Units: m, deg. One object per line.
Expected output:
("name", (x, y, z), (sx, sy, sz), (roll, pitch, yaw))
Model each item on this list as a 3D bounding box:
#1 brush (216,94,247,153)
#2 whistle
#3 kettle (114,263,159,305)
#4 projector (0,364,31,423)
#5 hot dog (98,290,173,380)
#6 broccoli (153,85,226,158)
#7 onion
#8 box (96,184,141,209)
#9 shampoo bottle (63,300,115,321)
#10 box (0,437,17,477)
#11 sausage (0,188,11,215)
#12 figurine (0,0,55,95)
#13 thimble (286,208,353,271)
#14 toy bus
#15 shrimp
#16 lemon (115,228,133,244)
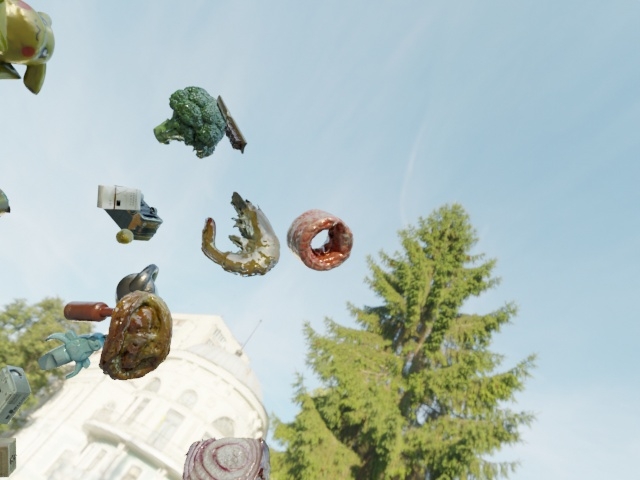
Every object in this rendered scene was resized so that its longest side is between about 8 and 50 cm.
("brush", (-0.265, -0.338, 1.154), (0.043, 0.036, 0.247), (-57, -132, 36))
("whistle", (-0.966, 0.432, 1.588), (0.093, 0.274, 0.186), (-148, -145, -79))
("kettle", (-0.710, 0.200, 1.597), (0.161, 0.221, 0.236), (28, -30, -5))
("projector", (-0.980, 0.476, 1.258), (0.147, 0.115, 0.061), (26, -13, 39))
("hot dog", (-0.499, 0.269, 1.100), (0.114, 0.175, 0.258), (38, -65, 48))
("broccoli", (-0.465, -0.415, 1.459), (0.270, 0.269, 0.269), (-15, -59, 13))
("onion", (-0.236, 0.645, 1.045), (0.217, 0.206, 0.206), (-4, -52, 8))
("box", (-0.746, -0.158, 1.499), (0.040, 0.154, 0.083), (13, -82, 28))
("shampoo bottle", (-0.866, 0.273, 1.542), (0.245, 0.085, 0.085), (-1, -53, 22))
("box", (-0.736, 0.491, 0.912), (0.084, 0.035, 0.079), (4, -82, -10))
("sausage", (-1.097, -0.100, 1.201), (0.117, 0.317, 0.125), (-21, -76, 6))
("figurine", (-0.758, -0.485, 0.936), (0.169, 0.327, 0.217), (7, -85, 23))
("thimble", (0.000, 0.000, 1.588), (0.162, 0.239, 0.239), (37, -24, 59))
("toy bus", (-0.916, -0.129, 1.972), (0.275, 0.139, 0.167), (41, -78, 21))
("shrimp", (-0.184, -0.013, 0.885), (0.253, 0.173, 0.058), (53, -37, 35))
("lemon", (-0.781, -0.015, 1.608), (0.065, 0.065, 0.092), (50, -18, -16))
